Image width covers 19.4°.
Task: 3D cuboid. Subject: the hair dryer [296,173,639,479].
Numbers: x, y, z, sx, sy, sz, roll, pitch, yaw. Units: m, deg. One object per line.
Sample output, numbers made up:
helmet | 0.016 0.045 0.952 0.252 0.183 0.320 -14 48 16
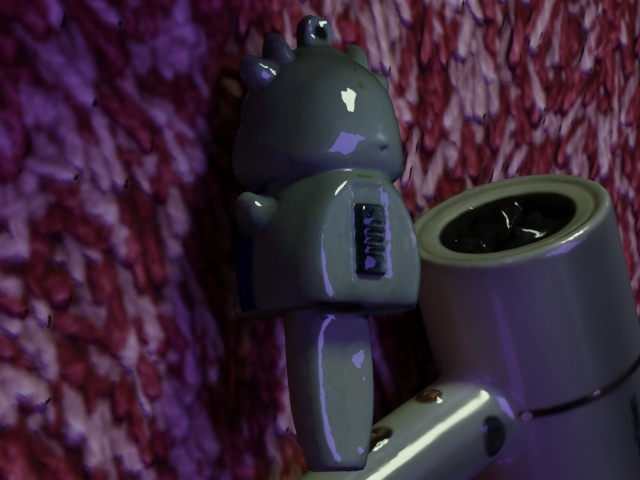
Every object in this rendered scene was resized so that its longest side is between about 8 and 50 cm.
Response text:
hair dryer | 0.051 0.123 1.068 0.362 0.128 0.203 -31 117 -35

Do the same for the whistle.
whistle | 0.000 0.000 0.993 0.110 0.092 0.244 3 81 -40
